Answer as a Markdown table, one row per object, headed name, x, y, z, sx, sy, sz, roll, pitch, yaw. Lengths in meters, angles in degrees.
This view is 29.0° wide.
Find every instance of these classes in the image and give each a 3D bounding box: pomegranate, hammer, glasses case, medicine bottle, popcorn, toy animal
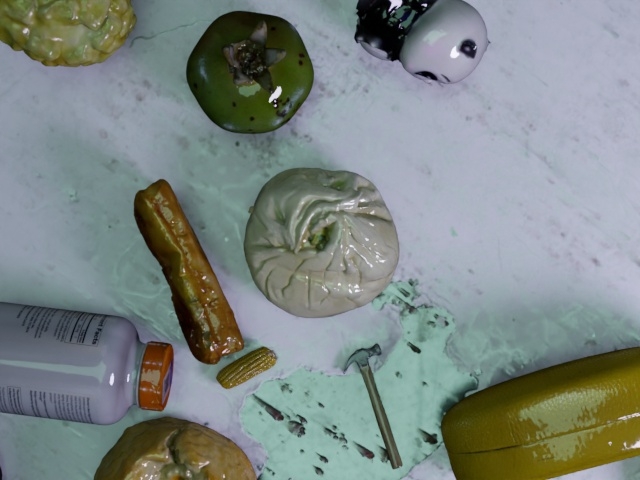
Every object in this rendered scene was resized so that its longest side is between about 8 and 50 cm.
| name | x | y | z | sx | sy | sz | roll | pitch | yaw |
| --- | --- | --- | --- | --- | --- | --- | --- | --- | --- |
| pomegranate | -0.097 | -0.240 | 1.723 | 0.181 | 0.224 | 0.181 | 0 | 85 | -5 |
| hammer | 0.082 | 0.245 | 1.799 | 0.062 | 0.017 | 0.182 | -17 | 88 | 3 |
| glasses case | 0.351 | 0.236 | 1.705 | 0.371 | 0.173 | 0.141 | -16 | 91 | 3 |
| medicine bottle | -0.358 | 0.177 | 1.755 | 0.289 | 0.157 | 0.157 | 7 | 88 | 3 |
| popcorn | -0.373 | -0.357 | 1.763 | 0.235 | 0.181 | 0.217 | 38 | 89 | -1 |
| toy animal | 0.142 | -0.291 | 1.738 | 0.179 | 0.166 | 0.138 | 36 | 116 | 4 |

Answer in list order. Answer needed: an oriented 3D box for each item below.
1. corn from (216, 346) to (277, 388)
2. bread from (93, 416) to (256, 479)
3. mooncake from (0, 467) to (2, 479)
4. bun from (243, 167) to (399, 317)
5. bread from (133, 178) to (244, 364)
| name | x | y | z | sx | sy | sz | roll | pitch | yaw |
| --- | --- | --- | --- | --- | --- | --- | --- | --- | --- |
| corn | -0.108 | 0.186 | 1.802 | 0.092 | 0.037 | 0.037 | -30 | 87 | 5 |
| bread | -0.214 | 0.371 | 1.753 | 0.244 | 0.134 | 0.244 | 0 | 85 | 2 |
| mooncake | -0.642 | 0.393 | 1.747 | 0.381 | 0.212 | 0.350 | -38 | 93 | 3 |
| bun | 0.000 | 0.000 | 1.751 | 0.229 | 0.145 | 0.229 | 0 | 87 | 0 |
| bread | -0.191 | 0.047 | 1.761 | 0.077 | 0.139 | 0.271 | -23 | 89 | -8 |
